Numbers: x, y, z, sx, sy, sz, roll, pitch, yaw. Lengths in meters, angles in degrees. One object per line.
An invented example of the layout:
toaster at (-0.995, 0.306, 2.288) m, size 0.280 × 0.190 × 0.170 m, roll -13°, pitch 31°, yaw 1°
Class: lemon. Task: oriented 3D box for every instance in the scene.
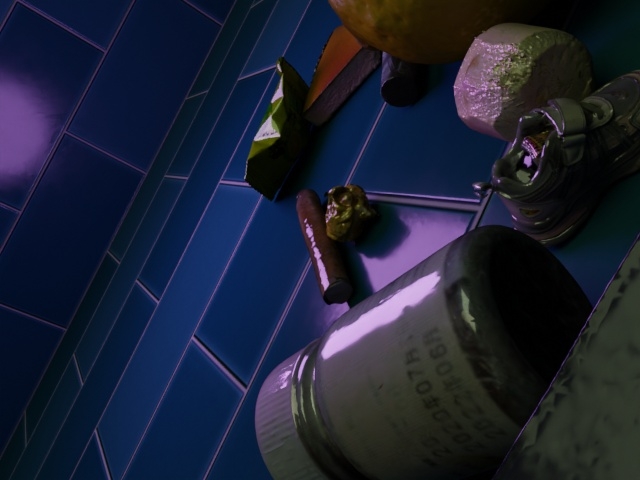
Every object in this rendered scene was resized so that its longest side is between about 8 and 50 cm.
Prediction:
lemon at (0.145, -0.368, 0.722) m, size 0.336 × 0.336 × 0.336 m, roll -43°, pitch 31°, yaw 34°

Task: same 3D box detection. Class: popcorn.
popcorn at (0.047, -0.038, 0.874) m, size 0.084 × 0.084 × 0.084 m, roll -43°, pitch 31°, yaw 34°

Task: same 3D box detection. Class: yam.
yam at (0.000, 0.000, 0.923) m, size 0.046 × 0.046 × 0.264 m, roll -52°, pitch 27°, yaw 20°

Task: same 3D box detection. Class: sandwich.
sandwich at (0.048, -0.308, 1.127) m, size 0.162 × 0.058 × 0.193 m, roll -6°, pitch 61°, yaw 60°

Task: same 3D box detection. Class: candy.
candy at (-0.068, -0.196, 1.174) m, size 0.069 × 0.149 × 0.246 m, roll 16°, pitch 79°, yaw 27°

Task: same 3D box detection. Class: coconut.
coconut at (0.198, -0.158, 0.641) m, size 0.116 × 0.116 × 0.122 m, roll -59°, pitch 26°, yaw 7°

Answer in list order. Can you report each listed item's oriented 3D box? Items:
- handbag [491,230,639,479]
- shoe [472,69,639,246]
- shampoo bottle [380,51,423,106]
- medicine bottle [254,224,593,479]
handbag at (0.218, 0.164, 0.266) m, size 0.329 × 0.122 × 0.303 m, roll -61°, pitch 31°, yaw 6°
shoe at (0.214, -0.084, 0.557) m, size 0.180 × 0.092 × 0.089 m, roll -51°, pitch 27°, yaw 21°
shampoo bottle at (0.126, -0.291, 0.969) m, size 0.063 × 0.057 × 0.208 m, roll -43°, pitch 29°, yaw 49°
medicine bottle at (0.079, 0.119, 0.526) m, size 0.273 × 0.165 × 0.165 m, roll -40°, pitch 33°, yaw 40°
